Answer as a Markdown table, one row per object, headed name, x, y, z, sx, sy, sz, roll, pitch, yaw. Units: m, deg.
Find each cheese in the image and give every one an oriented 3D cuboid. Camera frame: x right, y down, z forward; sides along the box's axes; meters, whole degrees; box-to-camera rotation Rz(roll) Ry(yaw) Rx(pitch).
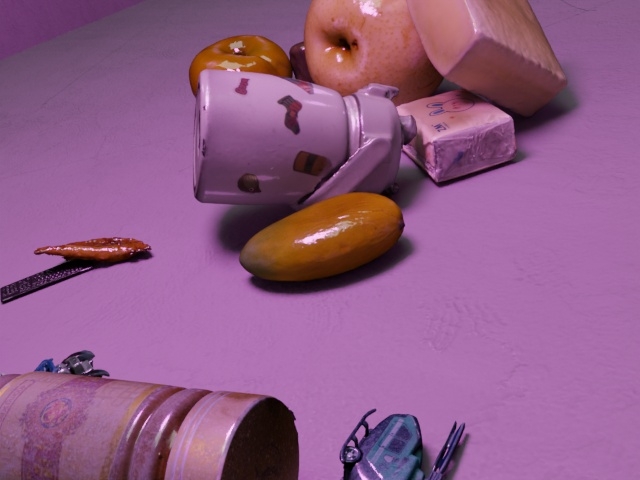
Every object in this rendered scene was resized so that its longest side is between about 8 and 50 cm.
| name | x | y | z | sx | sy | sz | roll | pitch | yaw |
| --- | --- | --- | --- | --- | --- | --- | --- | --- | --- |
| cheese | 0.286 | -0.365 | 1.371 | 0.124 | 0.265 | 0.243 | -42 | 52 | 34 |

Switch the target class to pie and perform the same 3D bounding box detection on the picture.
| name | x | y | z | sx | sy | sz | roll | pitch | yaw |
| --- | --- | --- | --- | --- | --- | --- | --- | --- | --- |
| pie | -0.371 | 0.014 | 1.314 | 0.191 | 0.033 | 0.088 | -1 | 17 | 0 |

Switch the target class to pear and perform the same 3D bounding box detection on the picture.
| name | x | y | z | sx | sy | sz | roll | pitch | yaw |
| --- | --- | --- | --- | --- | --- | --- | --- | --- | --- |
| pear | 0.121 | -0.395 | 1.555 | 0.309 | 0.309 | 0.309 | -11 | 29 | 6 |

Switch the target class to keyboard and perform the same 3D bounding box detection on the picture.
| name | x | y | z | sx | sy | sz | roll | pitch | yaw |
| --- | --- | --- | --- | --- | --- | --- | --- | --- | --- |
| keyboard | -0.454 | 0.062 | 1.297 | 0.155 | 0.010 | 0.053 | -22 | 31 | -14 |

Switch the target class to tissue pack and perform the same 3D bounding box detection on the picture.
| name | x | y | z | sx | sy | sz | roll | pitch | yaw |
| --- | --- | --- | --- | --- | --- | --- | --- | --- | --- |
| tissue pack | 0.224 | -0.184 | 1.331 | 0.148 | 0.092 | 0.196 | -18 | 29 | -7 |

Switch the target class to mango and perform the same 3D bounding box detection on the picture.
| name | x | y | z | sx | sy | sz | roll | pitch | yaw |
| --- | --- | --- | --- | --- | --- | --- | --- | --- | --- |
| mango | 0.003 | 0.002 | 1.110 | 0.237 | 0.091 | 0.137 | -24 | 24 | -7 |

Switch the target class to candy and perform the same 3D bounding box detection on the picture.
| name | x | y | z | sx | sy | sz | roll | pitch | yaw |
| --- | --- | --- | --- | --- | --- | --- | --- | --- | --- |
| candy | 0.035 | -0.460 | 1.899 | 0.234 | 0.104 | 0.102 | -25 | 31 | -19 |

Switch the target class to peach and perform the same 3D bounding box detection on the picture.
| name | x | y | z | sx | sy | sz | roll | pitch | yaw |
| --- | --- | --- | --- | --- | --- | --- | --- | --- | --- |
| peach | -0.185 | -0.393 | 1.852 | 0.251 | 0.153 | 0.251 | -1 | 41 | 1 |

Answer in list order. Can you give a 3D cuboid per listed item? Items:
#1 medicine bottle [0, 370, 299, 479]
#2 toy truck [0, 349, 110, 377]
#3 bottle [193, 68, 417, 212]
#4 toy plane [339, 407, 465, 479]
| name | x | y | z | sx | sy | sz | roll | pitch | yaw |
| --- | --- | --- | --- | --- | --- | --- | --- | --- | --- |
| medicine bottle | -0.195 | 0.212 | 0.759 | 0.322 | 0.151 | 0.151 | 0 | 32 | 26 |
| toy truck | -0.346 | 0.180 | 0.966 | 0.154 | 0.078 | 0.080 | -28 | 33 | -24 |
| bottle | -0.024 | -0.145 | 1.240 | 0.351 | 0.229 | 0.229 | 3 | 25 | -14 |
| toy plane | 0.055 | 0.231 | 0.714 | 0.096 | 0.060 | 0.235 | 16 | 35 | 23 |
